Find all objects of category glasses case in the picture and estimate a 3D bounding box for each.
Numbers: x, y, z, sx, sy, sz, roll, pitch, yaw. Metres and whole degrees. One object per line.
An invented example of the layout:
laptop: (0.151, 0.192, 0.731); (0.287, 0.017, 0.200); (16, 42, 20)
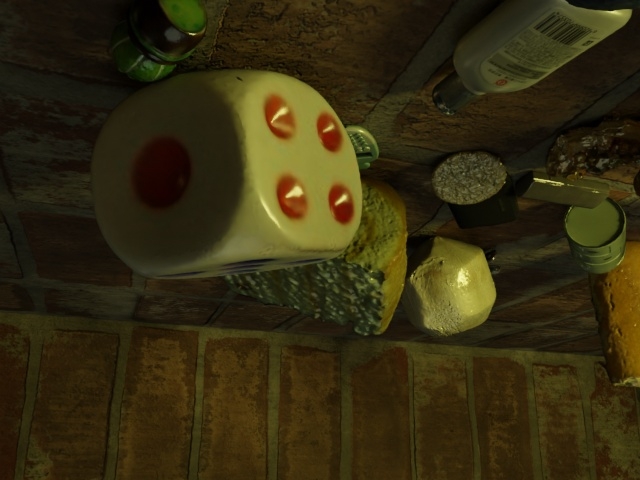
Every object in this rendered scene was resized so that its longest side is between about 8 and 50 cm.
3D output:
glasses case: (0.504, -0.105, 1.377); (0.190, 0.042, 0.072); (7, 152, -18)

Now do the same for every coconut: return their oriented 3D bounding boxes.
coconut: (0.317, 0.109, 1.708); (0.245, 0.247, 0.245); (-21, -174, 2)

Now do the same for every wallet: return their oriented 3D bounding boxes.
wallet: (0.352, -0.084, 1.441); (0.149, 0.044, 0.250); (-9, 159, 17)

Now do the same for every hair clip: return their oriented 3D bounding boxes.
hair clip: (0.384, 0.099, 1.876); (0.278, 0.137, 0.090); (-15, 120, 38)

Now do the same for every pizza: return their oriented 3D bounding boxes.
pizza: (0.492, -0.155, 1.185); (0.226, 0.069, 0.147); (-15, 158, 38)

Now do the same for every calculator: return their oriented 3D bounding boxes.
calculator: (0.059, -0.171, 1.223); (0.095, 0.021, 0.153); (-4, 160, 14)

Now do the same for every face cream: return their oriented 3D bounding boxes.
face cream: (0.260, -0.255, 0.888); (0.144, 0.071, 0.291); (11, 158, -24)

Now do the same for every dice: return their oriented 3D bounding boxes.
dice: (-0.137, -0.086, 1.011); (0.304, 0.277, 0.304); (-14, 170, 31)

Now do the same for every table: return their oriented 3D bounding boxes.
table: (0.632, -0.011, 1.514); (0.126, 0.126, 0.220); (-7, 161, 23)

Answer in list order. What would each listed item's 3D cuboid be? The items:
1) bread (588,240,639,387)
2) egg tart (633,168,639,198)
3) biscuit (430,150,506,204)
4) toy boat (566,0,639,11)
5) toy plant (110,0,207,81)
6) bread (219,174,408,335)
bread: (0.826, 0.197, 1.735); (0.236, 0.375, 0.165); (7, 159, -26)
egg tart: (0.685, -0.110, 1.026); (0.351, 0.339, 0.153); (14, 130, 38)
biscuit: (0.290, -0.123, 1.301); (0.152, 0.020, 0.152); (3, 141, 2)
toy boat: (0.360, -0.307, 0.649); (0.283, 0.127, 0.078); (-13, 164, 30)
toy plant: (-0.216, -0.262, 0.854); (0.093, 0.093, 0.162); (15, 157, -37)
bread: (-0.006, -0.005, 1.348); (0.395, 0.264, 0.239); (14, 146, 18)
